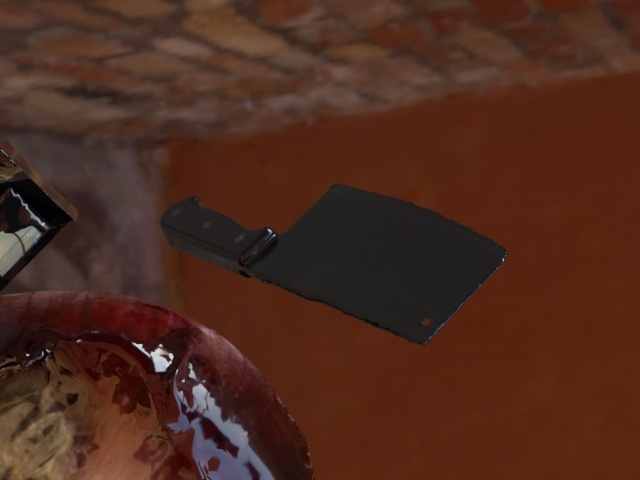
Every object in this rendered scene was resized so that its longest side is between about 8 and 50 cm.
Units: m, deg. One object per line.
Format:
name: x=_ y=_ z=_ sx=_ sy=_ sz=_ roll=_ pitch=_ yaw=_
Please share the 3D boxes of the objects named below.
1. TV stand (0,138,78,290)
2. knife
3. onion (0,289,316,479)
TV stand: x=-0.192 y=0.069 z=0.628 sx=0.040 sy=0.256 sz=0.049 roll=45 pitch=-2 yaw=-10
knife: x=0.000 y=0.000 z=0.850 sx=0.072 sy=0.245 sz=0.019 roll=-45 pitch=123 yaw=-19
onion: x=-0.116 y=0.145 z=0.896 sx=0.195 sy=0.272 sz=0.272 roll=-69 pitch=145 yaw=-66
